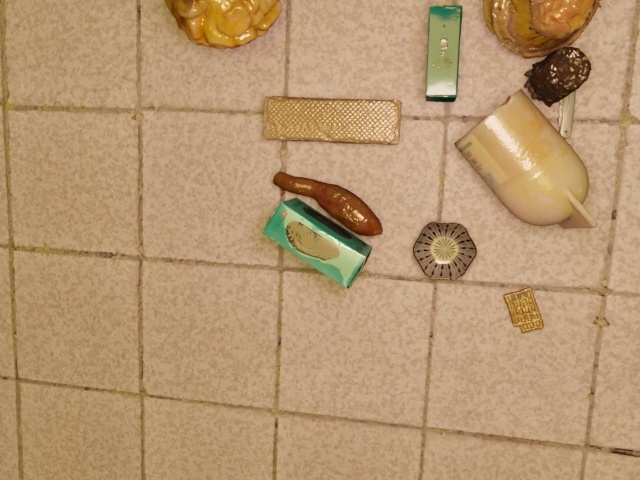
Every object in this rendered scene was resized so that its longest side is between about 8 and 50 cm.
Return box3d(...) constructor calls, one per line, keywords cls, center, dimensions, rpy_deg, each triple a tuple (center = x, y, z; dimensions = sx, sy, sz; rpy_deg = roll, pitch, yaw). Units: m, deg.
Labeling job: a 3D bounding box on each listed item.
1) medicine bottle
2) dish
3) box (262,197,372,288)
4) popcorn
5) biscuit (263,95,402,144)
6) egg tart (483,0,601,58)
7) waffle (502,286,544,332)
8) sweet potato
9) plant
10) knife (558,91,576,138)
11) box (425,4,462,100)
box3d(cls="medicine bottle", center=(0.591, -0.191, 1.580), dimensions=(0.235, 0.236, 0.406), rpy_deg=(-40, 89, 13))
box3d(cls="dish", center=(0.379, 0.026, 1.738), dimensions=(0.190, 0.066, 0.191), rpy_deg=(2, 99, 12))
box3d(cls="box", center=(0.000, 0.000, 1.735), dimensions=(0.311, 0.205, 0.118), rpy_deg=(34, 105, 5))
box3d(cls="popcorn", center=(-0.278, -0.749, 1.626), dimensions=(0.354, 0.344, 0.390), rpy_deg=(41, 78, -38))
box3d(cls="biscuit", center=(0.033, -0.365, 1.739), dimensions=(0.425, 0.078, 0.144), rpy_deg=(5, 100, 10))
box3d(cls="egg tart", center=(0.610, -0.648, 1.500), dimensions=(0.351, 0.150, 0.352), rpy_deg=(-5, 123, -8))
box3d(cls="waffle", center=(0.624, 0.217, 1.744), dimensions=(0.092, 0.021, 0.135), rpy_deg=(-18, 94, 11))
box3d(cls="sweet potato", center=(0.031, -0.128, 1.764), dimensions=(0.385, 0.109, 0.109), rpy_deg=(31, 102, 10))
box3d(cls="plant", center=(0.650, -0.451, 1.558), dimensions=(0.132, 0.194, 0.129), rpy_deg=(-31, 94, 2))
box3d(cls="knife", center=(0.710, -0.377, 1.639), dimensions=(0.044, 0.023, 0.162), rpy_deg=(3, 98, 8))
box3d(cls="box", center=(0.349, -0.526, 1.618), dimensions=(0.092, 0.153, 0.245), rpy_deg=(3, 98, 10))
